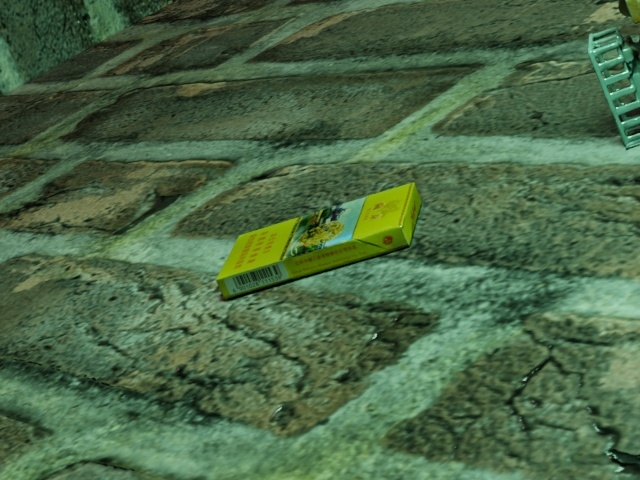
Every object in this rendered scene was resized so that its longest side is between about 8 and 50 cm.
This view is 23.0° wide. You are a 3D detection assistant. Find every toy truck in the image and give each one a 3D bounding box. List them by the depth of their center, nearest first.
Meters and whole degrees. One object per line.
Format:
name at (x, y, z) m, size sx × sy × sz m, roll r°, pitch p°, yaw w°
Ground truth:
toy truck at (0.250, -0.171, 1.162) m, size 0.115 × 0.178 × 0.080 m, roll -18°, pitch 19°, yaw 18°

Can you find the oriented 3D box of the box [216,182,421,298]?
box at (0.000, 0.000, 1.225) m, size 0.155 × 0.023 × 0.087 m, roll -17°, pitch 17°, yaw 17°
